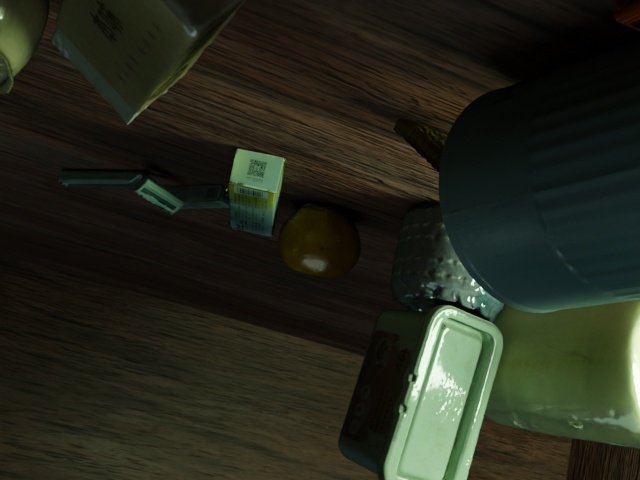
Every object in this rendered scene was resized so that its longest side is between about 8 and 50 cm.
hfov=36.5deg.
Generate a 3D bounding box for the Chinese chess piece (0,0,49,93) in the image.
[{"bbox_3d":[-0.466,-0.282,1.043,0.338,0.140,0.338,13,165,4],"label":"Chinese chess piece"}]

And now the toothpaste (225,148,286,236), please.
[{"bbox_3d":[-0.113,-0.074,1.688,0.089,0.071,0.313,11,166,-2],"label":"toothpaste"}]

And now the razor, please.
[{"bbox_3d":[-0.392,-0.112,1.845,0.278,0.056,0.111,12,166,34],"label":"razor"}]

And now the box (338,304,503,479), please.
[{"bbox_3d":[0.155,0.263,1.633,0.175,0.311,0.182,23,170,-32],"label":"box"}]

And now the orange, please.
[{"bbox_3d":[0.000,0.000,1.783,0.155,0.134,0.154,12,-170,-2],"label":"orange"}]

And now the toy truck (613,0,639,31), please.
[{"bbox_3d":[0.365,-0.183,0.762,0.253,0.107,0.114,18,166,-15],"label":"toy truck"}]

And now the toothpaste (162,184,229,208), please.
[{"bbox_3d":[-0.234,-0.082,1.835,0.164,0.034,0.046,1,162,40],"label":"toothpaste"}]

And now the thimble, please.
[{"bbox_3d":[0.228,0.048,1.668,0.205,0.172,0.236,12,168,13],"label":"thimble"}]

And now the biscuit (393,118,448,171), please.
[{"bbox_3d":[0.203,-0.083,1.214,0.172,0.029,0.254,18,-162,-26],"label":"biscuit"}]

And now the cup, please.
[{"bbox_3d":[0.343,-0.055,0.983,0.331,0.256,0.311,21,162,-26],"label":"cup"}]

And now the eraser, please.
[{"bbox_3d":[-0.193,-0.232,1.014,0.144,0.078,0.343,47,158,-9],"label":"eraser"}]

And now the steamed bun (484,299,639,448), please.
[{"bbox_3d":[0.515,0.198,1.736,0.371,0.289,0.456,1,179,43],"label":"steamed bun"}]
